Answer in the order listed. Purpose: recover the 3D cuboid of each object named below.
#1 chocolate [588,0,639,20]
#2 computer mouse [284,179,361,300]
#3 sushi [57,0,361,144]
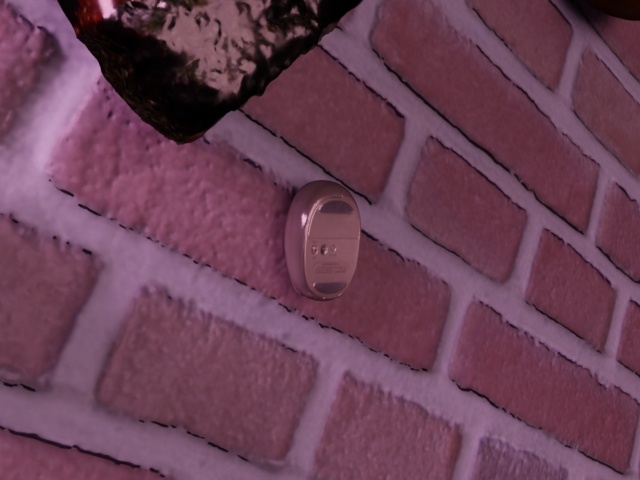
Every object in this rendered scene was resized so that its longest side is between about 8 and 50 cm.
[{"bbox_3d":[0.364,-0.333,0.787,0.176,0.176,0.177,1,89,-38],"label":"chocolate"},{"bbox_3d":[-0.001,-0.001,0.555,0.066,0.039,0.096,1,96,-38],"label":"computer mouse"},{"bbox_3d":[-0.054,-0.165,0.455,0.225,0.136,0.126,-42,109,-28],"label":"sushi"}]
